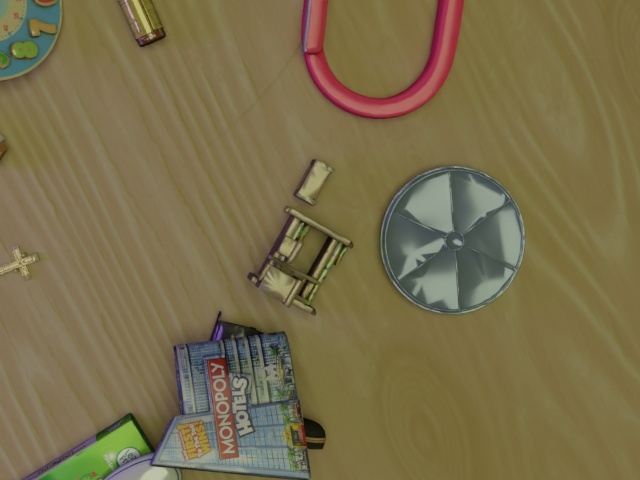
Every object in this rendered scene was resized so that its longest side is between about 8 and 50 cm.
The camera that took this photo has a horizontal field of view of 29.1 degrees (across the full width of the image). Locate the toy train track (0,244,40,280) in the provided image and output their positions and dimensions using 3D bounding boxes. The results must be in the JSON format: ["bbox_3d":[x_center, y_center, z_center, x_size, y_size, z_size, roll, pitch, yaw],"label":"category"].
[{"bbox_3d":[-0.404,0.036,1.592,0.083,0.014,0.048,-22,96,-6],"label":"toy train track"}]

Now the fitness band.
[{"bbox_3d":[0.083,-0.306,1.630,0.209,0.054,0.291,8,93,-12],"label":"fitness band"}]

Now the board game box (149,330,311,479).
[{"bbox_3d":[-0.123,0.218,1.549,0.194,0.060,0.194,-7,79,-13],"label":"board game box"}]

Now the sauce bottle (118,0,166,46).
[{"bbox_3d":[-0.240,-0.314,1.583,0.042,0.042,0.128,-22,95,-7],"label":"sauce bottle"}]

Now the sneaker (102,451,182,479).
[{"bbox_3d":[-0.275,0.369,1.538,0.258,0.091,0.094,-43,98,-6],"label":"sneaker"}]

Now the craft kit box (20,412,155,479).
[{"bbox_3d":[-0.288,0.396,1.612,0.246,0.061,0.250,-32,97,-8],"label":"craft kit box"}]

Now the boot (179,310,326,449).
[{"bbox_3d":[-0.070,0.187,1.625,0.197,0.077,0.137,20,85,-10],"label":"boot"}]

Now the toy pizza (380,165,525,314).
[{"bbox_3d":[0.178,-0.001,1.668,0.201,0.032,0.201,-1,95,-8],"label":"toy pizza"}]

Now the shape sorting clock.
[{"bbox_3d":[-0.414,-0.299,1.522,0.206,0.040,0.206,3,84,-32],"label":"shape sorting clock"}]

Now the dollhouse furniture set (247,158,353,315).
[{"bbox_3d":[0.000,0.000,1.576,0.101,0.161,0.182,29,90,-9],"label":"dollhouse furniture set"}]

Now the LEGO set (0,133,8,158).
[{"bbox_3d":[-0.498,-0.204,1.517,0.132,0.107,0.287,-23,96,-7],"label":"LEGO set"}]
